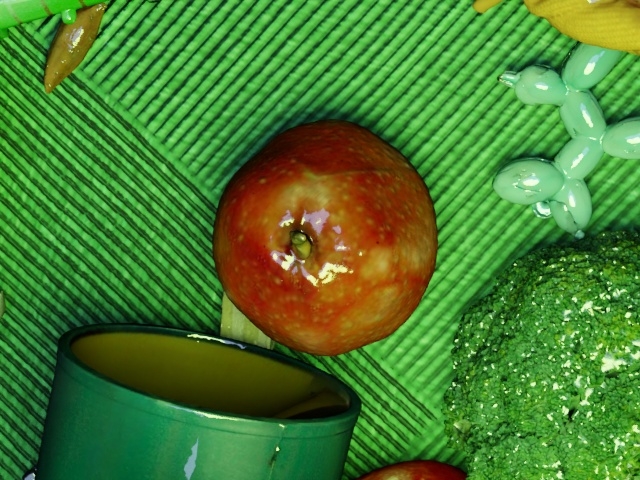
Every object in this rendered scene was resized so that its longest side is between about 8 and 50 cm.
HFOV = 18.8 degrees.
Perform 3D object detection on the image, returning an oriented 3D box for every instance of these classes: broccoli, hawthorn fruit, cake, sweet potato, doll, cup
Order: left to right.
[{"bbox_3d":[-0.216,-0.170,1.669,0.034,0.034,0.095,34,98,1],"label":"sweet potato"},{"bbox_3d":[-0.142,0.231,1.539,0.307,0.242,0.292,17,101,28],"label":"cup"},{"bbox_3d":[-0.065,0.086,1.686,0.052,0.065,0.121,1,74,6],"label":"cake"},{"bbox_3d":[0.000,0.000,1.568,0.196,0.225,0.197,0,91,11],"label":"hawthorn fruit"},{"bbox_3d":[0.214,-0.084,1.621,0.158,0.059,0.159,-24,95,6],"label":"doll"},{"bbox_3d":[0.224,0.118,1.573,0.269,0.261,0.242,-40,120,-17],"label":"broccoli"}]

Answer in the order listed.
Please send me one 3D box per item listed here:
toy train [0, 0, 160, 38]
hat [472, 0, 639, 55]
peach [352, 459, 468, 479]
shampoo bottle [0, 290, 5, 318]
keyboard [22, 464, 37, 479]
[{"bbox_3d":[-0.232,-0.236,1.633,0.251,0.085,0.119,-13,86,9],"label":"toy train"},{"bbox_3d":[0.227,-0.214,1.549,0.233,0.233,0.244,-17,99,31],"label":"hat"},{"bbox_3d":[0.073,0.284,1.617,0.192,0.190,0.190,-23,94,11],"label":"peach"},{"bbox_3d":[-0.350,0.043,1.701,0.151,0.045,0.077,19,95,3],"label":"shampoo bottle"},{"bbox_3d":[-0.188,0.272,1.726,0.060,0.018,0.195,-36,92,1],"label":"keyboard"}]
